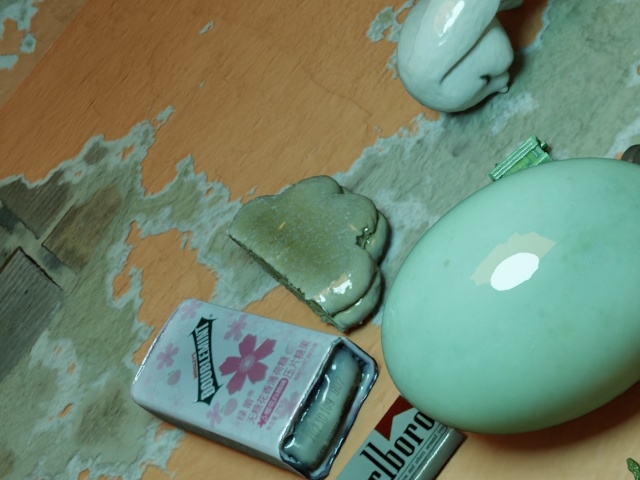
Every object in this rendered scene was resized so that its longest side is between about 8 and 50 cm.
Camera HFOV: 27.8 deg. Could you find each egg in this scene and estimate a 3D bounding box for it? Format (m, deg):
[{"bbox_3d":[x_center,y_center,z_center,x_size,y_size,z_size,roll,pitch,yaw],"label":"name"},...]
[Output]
[{"bbox_3d":[0.244,0.063,1.447,0.389,0.276,0.276,-36,38,20],"label":"egg"}]

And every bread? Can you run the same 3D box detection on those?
[{"bbox_3d":[-0.004,-0.001,1.906,0.183,0.102,0.337,-51,37,-3],"label":"bread"}]

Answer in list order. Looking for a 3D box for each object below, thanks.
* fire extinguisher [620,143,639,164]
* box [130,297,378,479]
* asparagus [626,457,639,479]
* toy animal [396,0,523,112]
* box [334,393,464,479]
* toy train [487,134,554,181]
[{"bbox_3d":[0.465,-0.090,1.502,0.252,0.106,0.075,3,40,47],"label":"fire extinguisher"},{"bbox_3d":[-0.100,0.199,1.817,0.369,0.112,0.190,8,65,49],"label":"box"},{"bbox_3d":[0.361,0.283,1.351,0.166,0.013,0.016,-120,33,-53],"label":"asparagus"},{"bbox_3d":[0.201,-0.319,1.895,0.271,0.206,0.265,-155,86,-83],"label":"toy animal"},{"bbox_3d":[0.088,0.285,1.610,0.177,0.036,0.115,-52,36,-4],"label":"box"},{"bbox_3d":[0.276,-0.096,1.760,0.093,0.038,0.056,-41,43,10],"label":"toy train"}]
